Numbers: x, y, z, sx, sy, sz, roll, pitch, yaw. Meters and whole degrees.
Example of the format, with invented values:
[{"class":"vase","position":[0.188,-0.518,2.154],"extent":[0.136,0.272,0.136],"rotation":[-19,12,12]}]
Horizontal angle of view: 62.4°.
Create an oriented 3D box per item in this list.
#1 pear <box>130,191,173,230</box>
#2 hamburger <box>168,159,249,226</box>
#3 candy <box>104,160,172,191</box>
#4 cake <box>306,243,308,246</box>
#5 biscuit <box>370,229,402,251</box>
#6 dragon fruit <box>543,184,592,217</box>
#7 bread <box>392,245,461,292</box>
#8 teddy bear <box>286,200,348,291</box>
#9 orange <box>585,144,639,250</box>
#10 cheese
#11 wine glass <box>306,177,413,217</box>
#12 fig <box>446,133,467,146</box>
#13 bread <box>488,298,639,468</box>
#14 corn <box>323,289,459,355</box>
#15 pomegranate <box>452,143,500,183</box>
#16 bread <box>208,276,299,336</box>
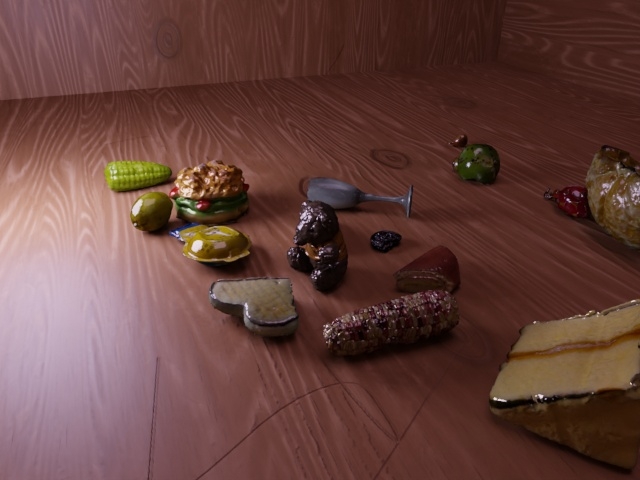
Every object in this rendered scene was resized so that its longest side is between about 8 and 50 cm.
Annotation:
[{"class":"pear","position":[-0.471,-0.080,1.467],"extent":[0.107,0.107,0.131],"rotation":[21,47,32]},{"class":"hamburger","position":[-0.325,-0.150,1.551],"extent":[0.236,0.149,0.237],"rotation":[1,30,-1]},{"class":"candy","position":[-0.588,-0.214,1.718],"extent":[0.209,0.097,0.097],"rotation":[-9,30,-27]},{"class":"cake","position":[-0.003,-0.016,1.434],"extent":[0.079,0.116,0.185],"rotation":[1,-3,-8]},{"class":"biscuit","position":[0.176,0.001,1.412],"extent":[0.087,0.027,0.089],"rotation":[0,29,0]},{"class":"dragon fruit","position":[0.744,-0.130,1.598],"extent":[0.094,0.094,0.190],"rotation":[-10,26,-18]},{"class":"bread","position":[0.273,0.070,1.250],"extent":[0.119,0.067,0.192],"rotation":[23,36,34]},{"class":"teddy bear","position":[0.000,0.000,1.250],"extent":[0.140,0.190,0.177],"rotation":[-22,30,-23]},{"class":"orange","position":[0.854,-0.090,1.400],"extent":[0.270,0.211,0.369],"rotation":[10,26,-18]},{"class":"cheese","position":[-0.286,0.001,1.363],"extent":[0.270,0.069,0.176],"rotation":[23,36,39]},{"class":"wine glass","position":[0.136,-0.173,1.648],"extent":[0.309,0.097,0.264],"rotation":[6,32,12]},{"class":"fig","position":[0.545,-0.395,2.106],"extent":[0.083,0.050,0.050],"rotation":[-11,27,16]},{"class":"bread","position":[0.432,0.206,0.906],"extent":[0.235,0.199,0.263],"rotation":[10,28,31]},{"class":"corn","position":[0.140,0.168,1.054],"extent":[0.289,0.098,0.098],"rotation":[-13,32,-17]},{"class":"pomegranate","position":[0.527,-0.272,1.804],"extent":[0.169,0.122,0.143],"rotation":[30,69,37]},{"class":"bread","position":[-0.127,0.132,1.139],"extent":[0.231,0.064,0.172],"rotation":[21,35,29]}]
